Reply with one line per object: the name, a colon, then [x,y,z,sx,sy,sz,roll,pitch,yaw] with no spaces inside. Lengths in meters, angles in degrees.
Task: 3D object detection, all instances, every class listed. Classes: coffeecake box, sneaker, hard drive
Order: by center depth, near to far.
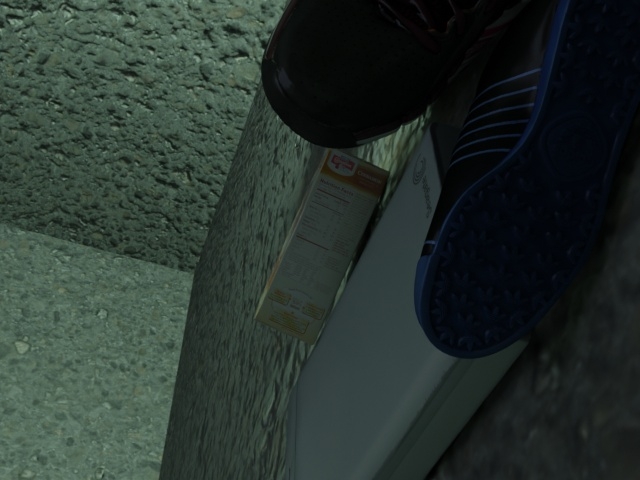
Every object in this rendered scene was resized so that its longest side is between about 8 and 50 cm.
sneaker: [0.085,-0.177,0.431,0.281,0.106,0.162,-44,-2,-26]
sneaker: [0.116,-0.046,0.436,0.232,0.081,0.090,-63,8,1]
hard drive: [0.045,0.109,0.629,0.233,0.047,0.353,-90,20,-51]
coffeecake box: [0.000,0.000,0.807,0.142,0.068,0.186,-103,37,-86]

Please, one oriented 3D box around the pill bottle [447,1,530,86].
pill bottle: [0.059,-0.195,0.678,0.283,0.160,0.161,139,144,-68]
